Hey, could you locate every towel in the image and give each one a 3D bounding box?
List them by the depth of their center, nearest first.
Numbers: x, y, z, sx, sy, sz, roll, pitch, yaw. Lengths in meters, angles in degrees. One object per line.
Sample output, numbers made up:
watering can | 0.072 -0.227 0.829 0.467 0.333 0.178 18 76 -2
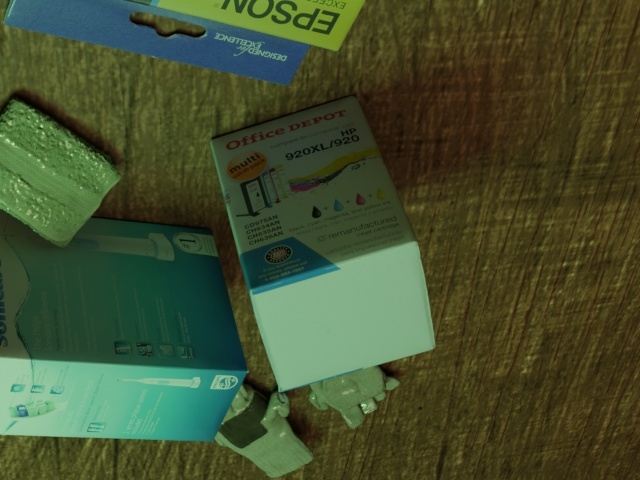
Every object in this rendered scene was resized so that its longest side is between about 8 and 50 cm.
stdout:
towel | -0.277 -0.066 1.242 0.148 0.027 0.110 38 84 -40

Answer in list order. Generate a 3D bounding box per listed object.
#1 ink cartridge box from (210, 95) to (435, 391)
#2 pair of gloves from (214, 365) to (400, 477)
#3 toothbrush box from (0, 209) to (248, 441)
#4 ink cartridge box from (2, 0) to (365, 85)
ink cartridge box | 0.000 0.000 1.290 0.171 0.232 0.168 -17 136 -2
pair of gloves | -0.032 0.211 1.641 0.240 0.042 0.204 -35 132 15
toothbrush box | -0.249 0.088 1.306 0.295 0.216 0.126 6 132 -26
ink cartridge box | -0.092 -0.267 1.103 0.303 0.072 0.307 8 129 -28
